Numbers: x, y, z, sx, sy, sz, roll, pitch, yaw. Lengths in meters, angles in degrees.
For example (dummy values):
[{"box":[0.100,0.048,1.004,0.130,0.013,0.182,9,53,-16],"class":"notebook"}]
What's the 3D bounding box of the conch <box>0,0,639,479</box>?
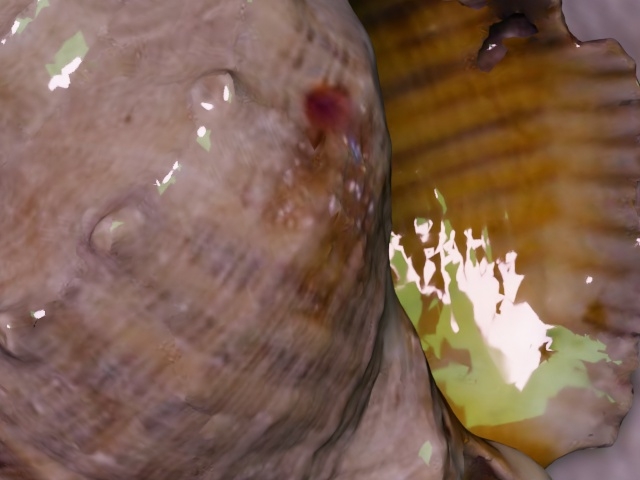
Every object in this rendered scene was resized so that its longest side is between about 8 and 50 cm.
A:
[{"box":[0.000,0.000,0.424,0.178,0.163,0.245,-41,123,1],"class":"conch"}]
